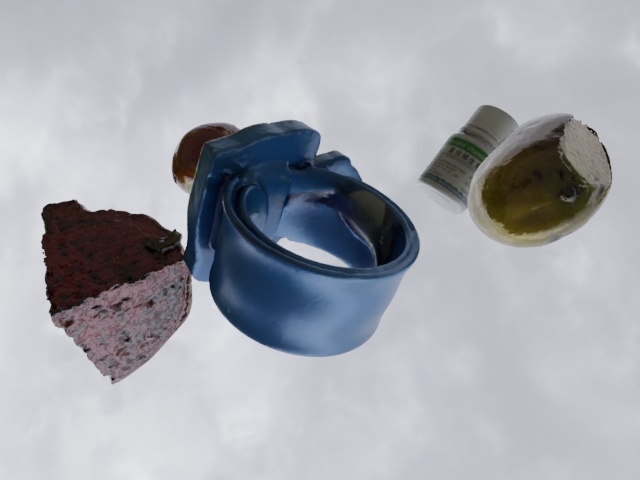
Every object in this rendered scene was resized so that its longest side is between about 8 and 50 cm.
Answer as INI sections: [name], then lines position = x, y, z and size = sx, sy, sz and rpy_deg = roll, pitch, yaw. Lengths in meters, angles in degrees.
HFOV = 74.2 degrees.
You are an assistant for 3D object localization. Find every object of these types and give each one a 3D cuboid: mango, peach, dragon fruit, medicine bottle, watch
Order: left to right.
[dragon fruit]
position = -0.390, 0.041, 0.738
size = 0.302, 0.240, 0.330
rpy_deg = -44, -105, 4
[peach]
position = -0.245, -0.192, 0.997
size = 0.198, 0.197, 0.197
rpy_deg = -3, -106, 11
[watch]
position = 0.000, 0.000, 0.560
size = 0.274, 0.305, 0.241
rpy_deg = 44, -48, 33
[medicine bottle]
position = 0.352, -0.191, 1.005
size = 0.139, 0.139, 0.236
rpy_deg = 40, -87, 19
[mango]
position = 0.295, -0.091, 0.579
size = 0.130, 0.167, 0.262
rpy_deg = 52, -129, -13
